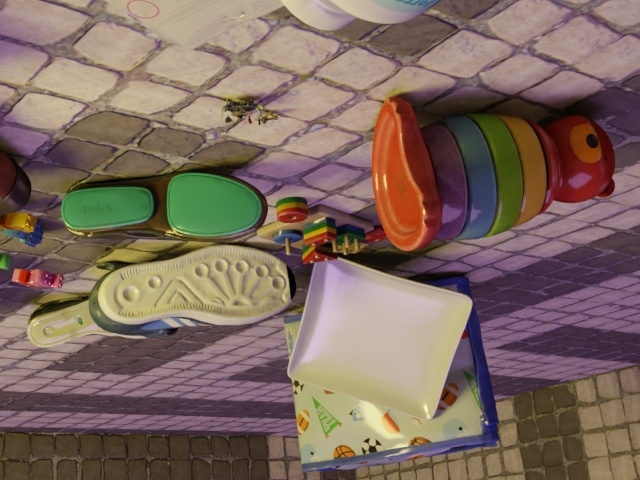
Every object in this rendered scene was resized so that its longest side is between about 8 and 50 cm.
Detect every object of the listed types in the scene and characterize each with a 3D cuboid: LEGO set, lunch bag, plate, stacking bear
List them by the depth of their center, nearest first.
[{"bbox_3d":[-0.084,-0.149,1.134,0.054,0.023,0.083,-9,174,16],"label":"LEGO set"},{"bbox_3d":[0.222,-0.086,1.209,0.289,0.175,0.164,-9,160,-14],"label":"stacking bear"},{"bbox_3d":[-0.419,0.001,1.359,0.093,0.087,0.227,3,166,24],"label":"LEGO set"},{"bbox_3d":[0.101,0.164,1.747,0.278,0.045,0.277,17,120,5],"label":"plate"},{"bbox_3d":[0.152,0.267,1.939,0.385,0.328,0.239,-20,162,34],"label":"lunch bag"}]

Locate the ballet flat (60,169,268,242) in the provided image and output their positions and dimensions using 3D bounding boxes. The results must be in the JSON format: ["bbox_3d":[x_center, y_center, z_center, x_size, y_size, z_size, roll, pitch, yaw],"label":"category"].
[{"bbox_3d":[-0.200,-0.043,1.316,0.280,0.095,0.096,2,172,9],"label":"ballet flat"}]

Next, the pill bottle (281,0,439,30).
[{"bbox_3d":[0.072,-0.247,0.689,0.146,0.146,0.264,9,157,-36],"label":"pill bottle"}]

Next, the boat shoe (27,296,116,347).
[{"bbox_3d":[-0.409,0.130,1.800,0.233,0.084,0.079,-10,-160,-8],"label":"boat shoe"}]

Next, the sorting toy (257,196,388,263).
[{"bbox_3d":[0.000,0.000,1.549,0.132,0.046,0.274,-20,157,36],"label":"sorting toy"}]

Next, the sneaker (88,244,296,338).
[{"bbox_3d":[-0.223,0.091,1.661,0.323,0.130,0.236,-5,171,-18],"label":"sneaker"}]

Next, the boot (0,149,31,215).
[{"bbox_3d":[-0.494,-0.077,1.102,0.264,0.096,0.280,-8,160,7],"label":"boot"}]

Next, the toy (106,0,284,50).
[{"bbox_3d":[-0.140,-0.243,0.782,0.137,0.056,0.237,-15,154,36],"label":"toy"}]
